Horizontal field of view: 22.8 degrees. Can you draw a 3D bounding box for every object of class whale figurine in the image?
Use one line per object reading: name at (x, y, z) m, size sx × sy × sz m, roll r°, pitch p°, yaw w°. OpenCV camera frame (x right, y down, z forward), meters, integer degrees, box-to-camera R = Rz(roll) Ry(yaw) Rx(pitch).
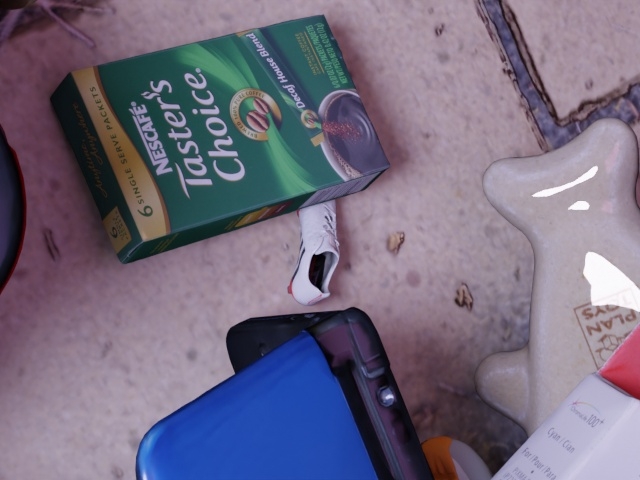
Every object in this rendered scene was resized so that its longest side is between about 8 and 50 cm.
whale figurine at (0.204, 0.056, 1.039) m, size 0.272 × 0.216 × 0.141 m, roll 66°, pitch 19°, yaw -2°

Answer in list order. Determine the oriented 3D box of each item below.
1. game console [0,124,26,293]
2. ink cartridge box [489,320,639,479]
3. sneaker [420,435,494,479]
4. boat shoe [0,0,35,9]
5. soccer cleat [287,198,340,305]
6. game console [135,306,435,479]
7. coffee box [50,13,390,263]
game console at (-0.338, -0.079, 0.633) m, size 0.342 × 0.060 × 0.386 m, roll -28°, pitch 90°, yaw -23°
ink cartridge box at (0.258, 0.177, 0.935) m, size 0.296 × 0.066 × 0.261 m, roll 43°, pitch 87°, yaw -20°
sneaker at (0.128, 0.230, 1.009) m, size 0.121 × 0.099 × 0.262 m, roll -34°, pitch 108°, yaw -39°
boat shoe at (-0.197, -0.296, 0.860) m, size 0.110 × 0.121 × 0.341 m, roll -24°, pitch 94°, yaw -32°
soccer cleat at (0.000, 0.000, 0.988) m, size 0.029 × 0.035 × 0.083 m, roll 18°, pitch 73°, yaw -29°
game console at (-0.011, 0.200, 0.835) m, size 0.173 × 0.250 × 0.293 m, roll -23°, pitch 95°, yaw -24°
coffee box at (-0.056, -0.064, 0.948) m, size 0.184 × 0.040 × 0.113 m, roll -17°, pitch 79°, yaw -33°
